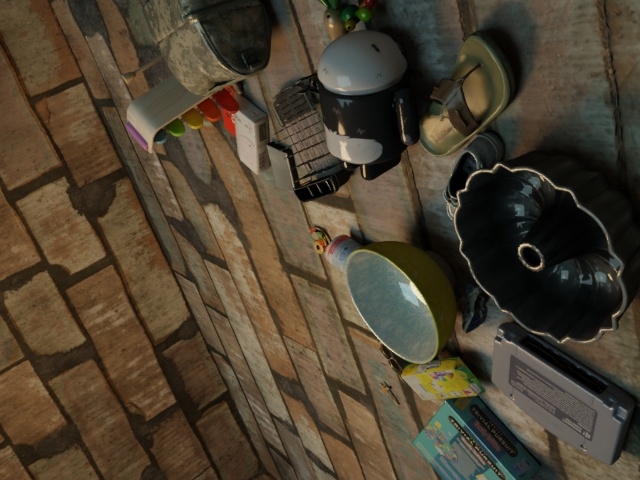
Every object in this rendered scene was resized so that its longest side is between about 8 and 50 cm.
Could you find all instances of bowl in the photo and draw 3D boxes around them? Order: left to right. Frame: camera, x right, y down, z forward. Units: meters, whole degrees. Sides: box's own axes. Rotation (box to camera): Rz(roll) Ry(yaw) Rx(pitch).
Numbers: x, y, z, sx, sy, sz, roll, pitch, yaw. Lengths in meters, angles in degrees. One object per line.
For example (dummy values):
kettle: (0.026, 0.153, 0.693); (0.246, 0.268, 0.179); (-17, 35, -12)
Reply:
bowl: (0.205, 0.109, 1.499); (0.289, 0.156, 0.290); (42, 149, 32)

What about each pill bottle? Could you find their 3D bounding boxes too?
pill bottle: (0.093, 0.057, 1.718); (0.160, 0.087, 0.087); (36, 146, 37)

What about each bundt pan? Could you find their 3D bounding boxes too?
bundt pan: (0.380, -0.001, 1.110); (0.331, 0.124, 0.331); (42, 149, 32)

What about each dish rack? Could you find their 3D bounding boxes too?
dish rack: (-0.041, -0.235, 1.653); (0.208, 0.074, 0.272); (-10, 109, 62)

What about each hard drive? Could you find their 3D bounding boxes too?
hard drive: (-0.099, -0.194, 1.857); (0.094, 0.022, 0.135); (29, 142, 45)

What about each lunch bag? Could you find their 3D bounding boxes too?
lunch bag: (-0.255, -0.482, 1.595); (0.305, 0.212, 0.256); (4, 116, 58)

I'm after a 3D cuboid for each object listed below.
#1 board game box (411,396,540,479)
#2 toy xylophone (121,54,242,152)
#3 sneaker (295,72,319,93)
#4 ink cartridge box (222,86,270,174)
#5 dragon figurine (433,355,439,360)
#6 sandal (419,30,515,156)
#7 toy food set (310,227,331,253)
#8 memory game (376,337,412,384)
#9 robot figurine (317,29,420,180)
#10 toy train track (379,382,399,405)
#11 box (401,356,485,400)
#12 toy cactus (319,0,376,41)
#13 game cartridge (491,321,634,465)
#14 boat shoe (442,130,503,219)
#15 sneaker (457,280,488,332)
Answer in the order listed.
board game box: (0.384, 0.544, 1.746); (0.254, 0.079, 0.336); (48, 152, 21)
toy xylophone: (-0.376, -0.388, 1.802); (0.236, 0.322, 0.081); (56, 167, 21)
sneaker: (0.029, -0.328, 1.410); (0.170, 0.089, 0.051); (22, 137, 51)
ink cartridge box: (-0.230, -0.321, 1.917); (0.232, 0.066, 0.189); (38, 148, 28)
dragon figurine: (0.239, 0.230, 1.650); (0.289, 0.085, 0.144); (41, 149, 31)
sandal: (0.233, -0.225, 1.164); (0.120, 0.086, 0.303); (51, 153, 13)
toy food set: (0.000, 0.000, 1.896); (0.083, 0.020, 0.083); (3, 121, 60)
memory game: (0.206, 0.307, 1.738); (0.186, 0.012, 0.186); (44, -163, -18)
robot figurine: (0.088, -0.257, 1.296); (0.209, 0.174, 0.278); (1, 129, 14)
toy train track: (0.207, 0.457, 2.039); (0.083, 0.014, 0.048); (50, 147, 3)
box: (0.292, 0.326, 1.609); (0.179, 0.043, 0.105); (-16, 125, 43)
toy cactus: (0.024, -0.448, 1.296); (0.219, 0.112, 0.181); (35, 157, 24)
game cartridge: (0.473, 0.307, 1.365); (0.294, 0.060, 0.196); (35, 142, 40)
boat shoe: (0.262, -0.103, 1.253); (0.079, 0.081, 0.228); (46, 151, 24)
sneaker: (0.322, 0.140, 1.461); (0.058, 0.052, 0.135); (49, 147, 41)
